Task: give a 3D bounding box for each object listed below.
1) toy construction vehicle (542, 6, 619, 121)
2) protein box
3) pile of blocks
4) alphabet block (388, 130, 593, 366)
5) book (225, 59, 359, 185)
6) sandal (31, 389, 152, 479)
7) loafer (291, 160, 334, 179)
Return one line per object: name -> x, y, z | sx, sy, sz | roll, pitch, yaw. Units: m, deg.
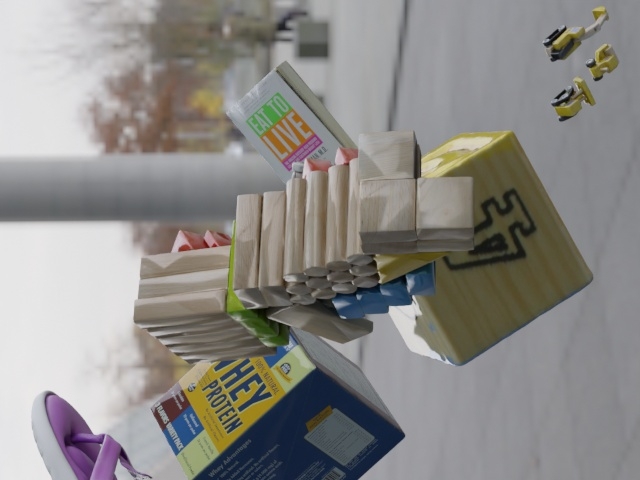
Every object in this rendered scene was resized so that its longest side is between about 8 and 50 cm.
toy construction vehicle -> 0.270, -0.181, 1.739 | 0.035, 0.098, 0.086 | 12, 135, 55
protein box -> -0.049, 0.216, 2.018 | 0.201, 0.200, 0.136 | 41, -171, -44
pile of blocks -> 0.000, 0.000, 1.362 | 0.362, 0.149, 0.112 | -22, 56, 41
alphabet block -> 0.158, 0.005, 1.930 | 0.197, 0.193, 0.192 | 60, 168, -8
book -> -0.030, -0.121, 1.961 | 0.096, 0.144, 0.035 | -39, 3, 34
sandal -> -0.234, 0.328, 2.050 | 0.416, 0.102, 0.169 | 58, -178, 42
loafer -> 0.030, -0.055, 1.745 | 0.045, 0.125, 0.039 | -18, -64, -72
